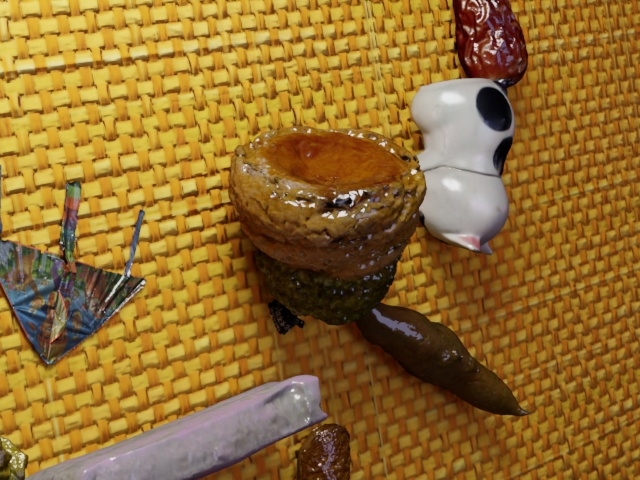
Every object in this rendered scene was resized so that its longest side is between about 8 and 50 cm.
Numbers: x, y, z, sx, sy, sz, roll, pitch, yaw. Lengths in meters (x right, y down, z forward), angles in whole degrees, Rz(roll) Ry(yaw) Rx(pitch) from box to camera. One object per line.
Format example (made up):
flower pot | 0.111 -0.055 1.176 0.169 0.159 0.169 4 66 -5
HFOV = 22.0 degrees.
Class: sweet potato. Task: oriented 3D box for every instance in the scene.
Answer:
sweet potato | 0.120 0.118 1.673 0.274 0.067 0.067 34 63 -36

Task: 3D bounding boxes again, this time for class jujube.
jujube | 0.177 -0.223 1.761 0.077 0.077 0.129 -13 85 -46

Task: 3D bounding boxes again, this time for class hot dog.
hot dog | 0.007 0.215 1.566 0.058 0.035 0.083 6 82 -46

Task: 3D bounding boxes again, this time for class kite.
kite | -0.213 0.027 1.369 0.183 0.010 0.160 19 73 -44

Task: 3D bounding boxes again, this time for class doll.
doll | 0.143 -0.078 1.688 0.110 0.107 0.181 9 86 -67

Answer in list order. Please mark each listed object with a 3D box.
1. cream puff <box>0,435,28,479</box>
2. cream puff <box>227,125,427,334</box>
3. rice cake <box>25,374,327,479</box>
cream puff | -0.267 0.175 1.271 0.083 0.083 0.058 -1 47 -35
cream puff | 0.000 0.000 1.510 0.183 0.183 0.169 -24 130 -45
rice cake | -0.118 0.176 1.388 0.298 0.106 0.050 -17 89 -46
